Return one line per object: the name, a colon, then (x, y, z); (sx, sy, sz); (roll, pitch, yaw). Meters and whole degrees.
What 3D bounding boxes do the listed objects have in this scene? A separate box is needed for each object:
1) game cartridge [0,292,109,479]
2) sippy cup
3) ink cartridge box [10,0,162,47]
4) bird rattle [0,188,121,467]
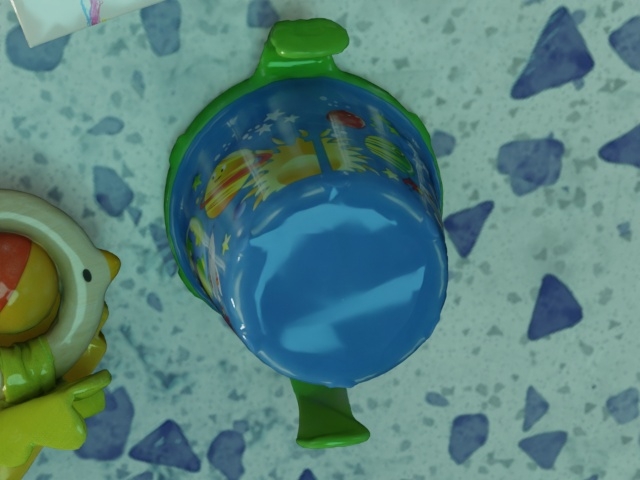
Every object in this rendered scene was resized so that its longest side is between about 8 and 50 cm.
game cartridge: (-0.369, 0.096, 1.573); (0.323, 0.053, 0.285); (33, 95, -19)
sippy cup: (0.000, 0.000, 1.515); (0.240, 0.224, 0.305); (-39, 109, 5)
ink cartridge box: (-0.189, -0.215, 1.483); (0.143, 0.092, 0.090); (-20, 111, 0)
bird rattle: (-0.271, 0.057, 1.521); (0.253, 0.143, 0.207); (30, 83, -6)
